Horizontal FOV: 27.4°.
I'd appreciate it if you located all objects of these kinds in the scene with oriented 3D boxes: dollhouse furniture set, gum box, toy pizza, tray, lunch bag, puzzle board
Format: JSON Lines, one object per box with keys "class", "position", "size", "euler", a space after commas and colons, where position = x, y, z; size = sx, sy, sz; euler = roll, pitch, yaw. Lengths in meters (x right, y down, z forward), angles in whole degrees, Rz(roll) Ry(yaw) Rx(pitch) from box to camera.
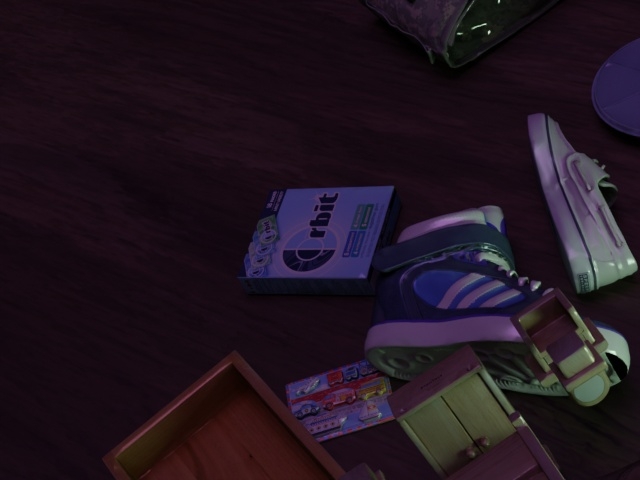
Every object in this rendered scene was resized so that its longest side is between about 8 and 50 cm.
{"class": "dollhouse furniture set", "position": [0.201, 0.257, 1.220], "size": [0.303, 0.174, 0.355], "euler": [-35, 26, 5]}
{"class": "gum box", "position": [0.000, 0.000, 1.726], "size": [0.184, 0.041, 0.157], "euler": [0, 50, 24]}
{"class": "toy pizza", "position": [0.455, -0.199, 1.704], "size": [0.201, 0.032, 0.201], "euler": [-12, 46, 13]}
{"class": "tray", "position": [-0.058, 0.314, 1.438], "size": [0.203, 0.076, 0.411], "euler": [-39, 46, -9]}
{"class": "lunch bag", "position": [0.209, -0.404, 1.916], "size": [0.287, 0.169, 0.235], "euler": [-42, 49, -5]}
{"class": "puzzle board", "position": [0.023, 0.191, 1.562], "size": [0.128, 0.011, 0.096], "euler": [-19, 45, 9]}

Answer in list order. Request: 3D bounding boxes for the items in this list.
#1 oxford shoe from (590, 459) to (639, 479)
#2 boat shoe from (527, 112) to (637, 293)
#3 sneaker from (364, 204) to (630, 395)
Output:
{"class": "oxford shoe", "position": [0.242, 0.329, 1.283], "size": [0.364, 0.130, 0.133], "euler": [-32, 11, 4]}
{"class": "boat shoe", "position": [0.316, -0.057, 1.595], "size": [0.088, 0.096, 0.267], "euler": [-15, 46, 6]}
{"class": "sneaker", "position": [0.213, 0.046, 1.519], "size": [0.323, 0.130, 0.236], "euler": [-1, 54, 31]}
